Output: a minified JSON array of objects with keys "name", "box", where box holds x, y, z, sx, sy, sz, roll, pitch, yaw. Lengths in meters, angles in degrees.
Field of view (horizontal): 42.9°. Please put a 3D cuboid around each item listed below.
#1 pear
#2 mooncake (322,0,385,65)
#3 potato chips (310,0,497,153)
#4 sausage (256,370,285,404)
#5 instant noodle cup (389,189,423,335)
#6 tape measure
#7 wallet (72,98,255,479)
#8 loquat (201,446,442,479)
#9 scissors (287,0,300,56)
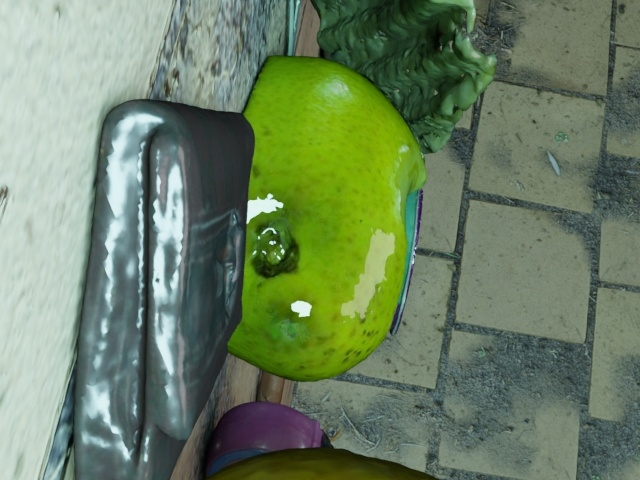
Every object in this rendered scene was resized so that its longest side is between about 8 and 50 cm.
[{"name":"pear","box":[0.000,0.000,0.689,0.292,0.159,0.292,11,90,-86]},{"name":"mooncake","box":[0.069,-0.316,1.417,0.275,0.135,0.274,8,90,-85]},{"name":"potato chips","box":[0.041,-0.268,0.721,0.389,0.097,0.373,84,-10,-75]},{"name":"sausage","box":[-0.071,0.189,1.241,0.043,0.043,0.186,-74,173,-73]},{"name":"instant noodle cup","box":[0.037,0.004,1.208,0.251,0.190,0.251,9,90,-89]},{"name":"tape measure","box":[-0.053,0.216,0.786,0.074,0.118,0.125,-81,-163,-55]},{"name":"wallet","box":[-0.067,0.021,0.415,0.229,0.049,0.181,-78,175,-81]},{"name":"loquat","box":[0.011,0.243,0.440,0.284,0.276,0.276,-43,144,-69]},{"name":"scissors","box":[-0.033,-0.179,0.861,0.144,0.017,0.247,-79,176,-50]}]
